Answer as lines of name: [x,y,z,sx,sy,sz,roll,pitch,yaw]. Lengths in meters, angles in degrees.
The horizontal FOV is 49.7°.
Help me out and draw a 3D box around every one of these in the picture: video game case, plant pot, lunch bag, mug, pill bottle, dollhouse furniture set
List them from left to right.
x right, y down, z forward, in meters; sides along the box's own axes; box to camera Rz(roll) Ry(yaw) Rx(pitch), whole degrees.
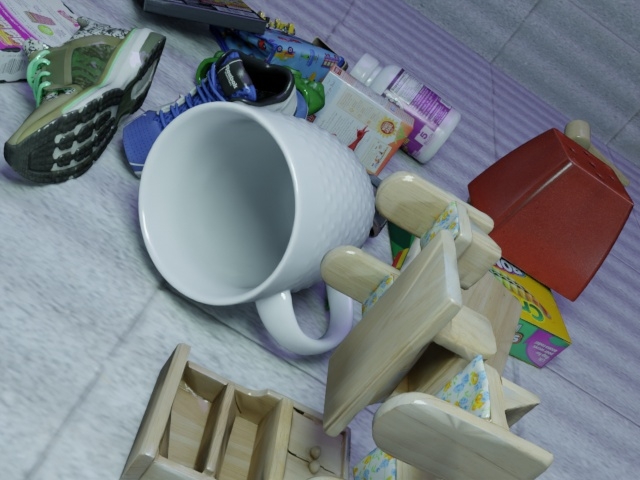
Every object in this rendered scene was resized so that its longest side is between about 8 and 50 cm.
video game case: [-0.287,-0.545,1.598,0.274,0.035,0.248,3,28,-25]
lunch bag: [-0.125,-0.472,1.704,0.220,0.138,0.293,-2,40,-43]
mug: [-0.050,-0.009,1.060,0.328,0.276,0.374,-4,75,-60]
dollhouse furniture set: [-0.006,0.141,0.751,0.256,0.394,0.362,28,33,-14]
plant pot: [0.012,-0.460,1.835,0.109,0.109,0.096,43,20,9]
pill bottle: [0.204,-0.353,1.818,0.301,0.169,0.169,36,31,-1]
plant pot: [0.507,-0.080,1.501,0.267,0.236,0.267,31,30,-13]

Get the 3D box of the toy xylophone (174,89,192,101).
toy xylophone: [-0.148,-0.210,1.353,0.322,0.081,0.236,0,46,-40]

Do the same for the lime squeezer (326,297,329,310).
lime squeezer: [0.000,0.000,1.285,0.109,0.059,0.310,-17,55,-15]

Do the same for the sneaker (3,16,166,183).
sneaker: [-0.400,-0.237,1.085,0.182,0.158,0.410,25,38,-4]

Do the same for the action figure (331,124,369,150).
action figure: [0.040,-0.162,1.446,0.091,0.139,0.280,23,32,-25]

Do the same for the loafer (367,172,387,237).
loafer: [0.020,-0.109,1.281,0.302,0.109,0.095,31,68,-28]

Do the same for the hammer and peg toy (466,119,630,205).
hammer and peg toy: [0.570,-0.115,1.705,0.265,0.361,0.127,31,52,-12]

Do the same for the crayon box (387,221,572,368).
crayon box: [0.323,0.065,1.452,0.362,0.106,0.313,25,33,-20]

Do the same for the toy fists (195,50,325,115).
toy fists: [-0.123,-0.338,1.488,0.279,0.096,0.142,17,15,9]

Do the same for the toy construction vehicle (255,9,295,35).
toy construction vehicle: [-0.111,-0.531,1.679,0.085,0.035,0.098,5,22,-26]

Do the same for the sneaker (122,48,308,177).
sneaker: [-0.173,-0.222,1.115,0.315,0.182,0.128,-18,74,-7]

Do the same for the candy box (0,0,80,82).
candy box: [-0.514,-0.354,1.197,0.159,0.071,0.233,45,33,12]

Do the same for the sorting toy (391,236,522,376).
sorting toy: [0.201,0.143,1.171,0.255,0.089,0.257,42,54,-19]

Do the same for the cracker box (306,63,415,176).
cracker box: [0.081,-0.277,1.607,0.232,0.156,0.067,33,32,-8]
